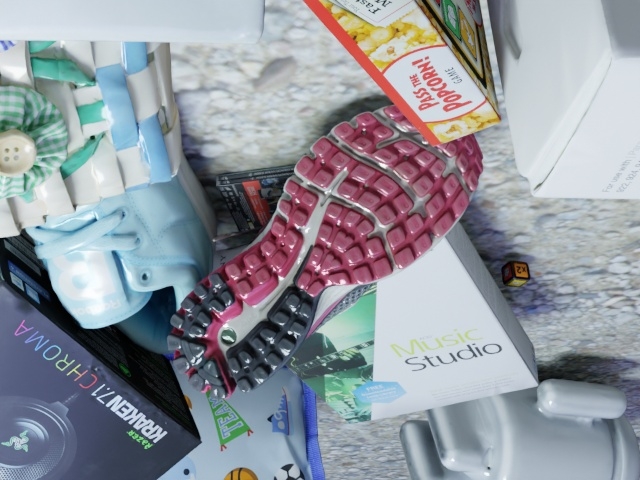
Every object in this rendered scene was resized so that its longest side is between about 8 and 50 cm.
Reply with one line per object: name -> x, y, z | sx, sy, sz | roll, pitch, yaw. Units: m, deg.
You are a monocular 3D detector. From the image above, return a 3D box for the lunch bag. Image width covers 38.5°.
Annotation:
lunch bag -> -0.240, 0.253, 1.102 | 0.385, 0.239, 0.328 | 7, 152, -31

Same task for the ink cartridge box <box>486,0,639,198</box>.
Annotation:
ink cartridge box -> 0.238, -0.129, 0.480 | 0.272, 0.199, 0.115 | 1, 151, -8

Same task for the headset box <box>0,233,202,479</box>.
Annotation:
headset box -> -0.293, 0.160, 0.769 | 0.283, 0.131, 0.246 | -39, 126, 1

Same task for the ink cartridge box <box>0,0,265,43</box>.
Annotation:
ink cartridge box -> -0.130, -0.196, 0.255 | 0.238, 0.060, 0.275 | -3, 120, -15

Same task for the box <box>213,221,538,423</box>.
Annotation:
box -> 0.067, 0.084, 0.935 | 0.232, 0.059, 0.322 | -17, 140, 21

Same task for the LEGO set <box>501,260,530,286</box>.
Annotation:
LEGO set -> 0.100, 0.073, 0.987 | 0.244, 0.060, 0.182 | -7, 155, 6

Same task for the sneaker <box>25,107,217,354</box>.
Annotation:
sneaker -> -0.165, -0.020, 0.693 | 0.135, 0.150, 0.366 | -12, 150, 15

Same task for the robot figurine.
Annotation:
robot figurine -> 0.287, 0.291, 1.249 | 0.353, 0.200, 0.300 | 12, 134, -24

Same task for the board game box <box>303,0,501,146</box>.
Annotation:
board game box -> 0.028, -0.158, 0.463 | 0.045, 0.147, 0.193 | -18, 147, 26

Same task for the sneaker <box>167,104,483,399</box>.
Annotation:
sneaker -> 0.000, 0.000, 0.749 | 0.299, 0.121, 0.112 | -40, 179, 12

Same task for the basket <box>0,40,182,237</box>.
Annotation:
basket -> -0.219, -0.116, 0.432 | 0.288, 0.201, 0.255 | -7, 129, -8

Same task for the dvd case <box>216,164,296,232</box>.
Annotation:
dvd case -> -0.024, -0.038, 0.815 | 0.119, 0.013, 0.087 | -6, 151, 8
